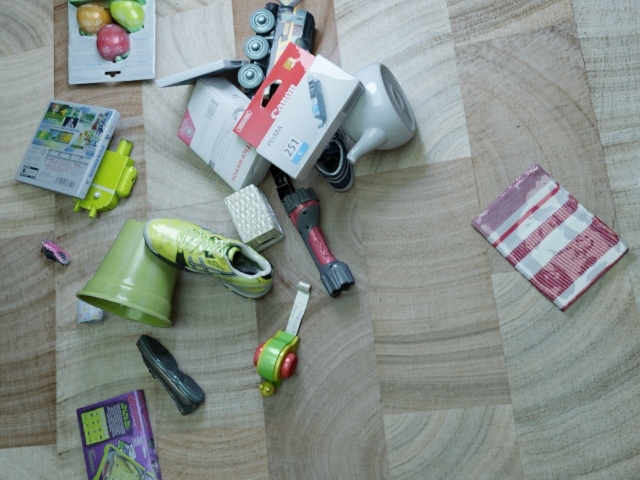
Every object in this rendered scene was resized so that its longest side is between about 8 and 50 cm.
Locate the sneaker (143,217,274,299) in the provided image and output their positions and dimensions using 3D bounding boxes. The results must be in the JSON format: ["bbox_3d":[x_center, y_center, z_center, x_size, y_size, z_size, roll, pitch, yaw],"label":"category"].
[{"bbox_3d":[-0.296,0.024,1.672,0.384,0.147,0.145,23,59,-10],"label":"sneaker"}]

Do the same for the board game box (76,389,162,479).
[{"bbox_3d":[-0.575,0.628,1.751,0.208,0.056,0.347,-20,75,14],"label":"board game box"}]

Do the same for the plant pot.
[{"bbox_3d":[-0.519,0.086,1.747,0.275,0.276,0.254,10,71,16],"label":"plant pot"}]

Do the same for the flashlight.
[{"bbox_3d":[0.000,0.000,1.696,0.103,0.103,0.304,-30,72,4],"label":"flashlight"}]

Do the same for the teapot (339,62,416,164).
[{"bbox_3d":[0.133,-0.351,1.673,0.187,0.256,0.253,-24,88,25],"label":"teapot"}]

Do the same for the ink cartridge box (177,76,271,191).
[{"bbox_3d":[-0.262,-0.310,1.773,0.283,0.117,0.207,43,124,17],"label":"ink cartridge box"}]

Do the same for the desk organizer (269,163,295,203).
[{"bbox_3d":[-0.113,-0.172,1.784,0.047,0.050,0.130,-25,74,9],"label":"desk organizer"}]

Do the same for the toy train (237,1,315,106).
[{"bbox_3d":[-0.129,-0.549,1.823,0.190,0.142,0.334,9,82,6],"label":"toy train"}]

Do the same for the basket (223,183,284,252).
[{"bbox_3d":[-0.192,-0.065,1.751,0.113,0.103,0.167,-28,74,2],"label":"basket"}]

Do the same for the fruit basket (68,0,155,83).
[{"bbox_3d":[-0.681,-0.696,2.002,0.326,0.165,0.354,0,95,15],"label":"fruit basket"}]

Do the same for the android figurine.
[{"bbox_3d":[-0.702,-0.206,1.942,0.248,0.056,0.273,21,83,17],"label":"android figurine"}]

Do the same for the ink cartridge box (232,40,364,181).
[{"bbox_3d":[-0.073,-0.346,1.581,0.261,0.066,0.296,36,98,17],"label":"ink cartridge box"}]

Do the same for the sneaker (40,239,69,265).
[{"bbox_3d":[-0.850,0.049,1.940,0.119,0.047,0.057,37,109,20],"label":"sneaker"}]

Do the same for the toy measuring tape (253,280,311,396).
[{"bbox_3d":[-0.103,0.267,1.664,0.121,0.121,0.331,17,84,17],"label":"toy measuring tape"}]

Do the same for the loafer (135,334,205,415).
[{"bbox_3d":[-0.448,0.387,1.743,0.267,0.096,0.084,42,97,16],"label":"loafer"}]

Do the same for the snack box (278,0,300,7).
[{"bbox_3d":[-0.110,-0.805,1.913,0.100,0.037,0.141,-43,72,5],"label":"snack box"}]

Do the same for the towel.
[{"bbox_3d":[0.592,-0.013,1.581,0.237,0.037,0.329,-44,73,4],"label":"towel"}]

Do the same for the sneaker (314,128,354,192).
[{"bbox_3d":[0.016,-0.284,1.718,0.099,0.153,0.283,-21,75,12],"label":"sneaker"}]

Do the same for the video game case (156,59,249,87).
[{"bbox_3d":[-0.339,-0.494,1.794,0.203,0.285,0.025,-14,104,12],"label":"video game case"}]

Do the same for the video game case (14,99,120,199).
[{"bbox_3d":[-0.815,-0.299,1.951,0.328,0.036,0.300,14,79,30],"label":"video game case"}]

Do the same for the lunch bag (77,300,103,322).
[{"bbox_3d":[-0.696,0.215,1.859,0.083,0.053,0.071,-15,74,21],"label":"lunch bag"}]
